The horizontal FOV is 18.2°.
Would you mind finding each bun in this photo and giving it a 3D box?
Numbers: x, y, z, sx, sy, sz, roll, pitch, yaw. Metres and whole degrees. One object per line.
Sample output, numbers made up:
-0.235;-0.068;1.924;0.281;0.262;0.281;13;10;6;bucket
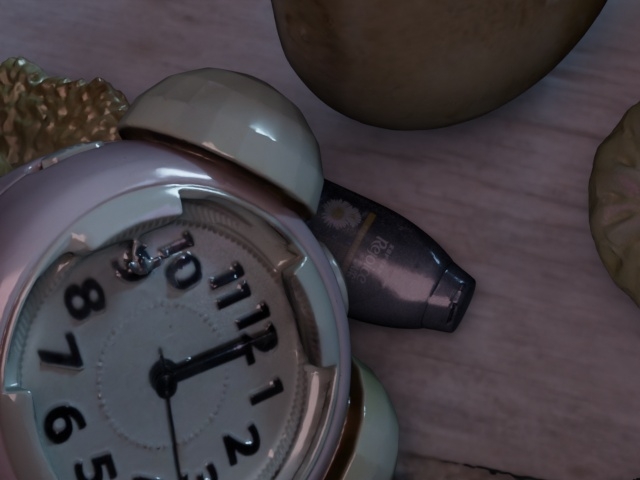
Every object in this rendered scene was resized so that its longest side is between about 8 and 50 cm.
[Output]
0.275;-0.034;1.356;0.193;0.128;0.178;-38;62;19;bun

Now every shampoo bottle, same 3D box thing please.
0.000;0.000;1.459;0.234;0.049;0.087;24;84;13;shampoo bottle

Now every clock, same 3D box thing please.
-0.119;0.081;1.328;0.326;0.184;0.342;-23;110;-23;clock

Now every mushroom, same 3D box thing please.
-0.268;-0.053;1.409;0.208;0.302;0.233;-5;62;42;mushroom
0.065;-0.242;1.407;0.292;0.292;0.290;-43;47;1;mushroom

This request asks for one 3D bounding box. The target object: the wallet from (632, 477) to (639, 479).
0.220;0.348;1.361;0.197;0.051;0.377;-6;78;11;wallet
